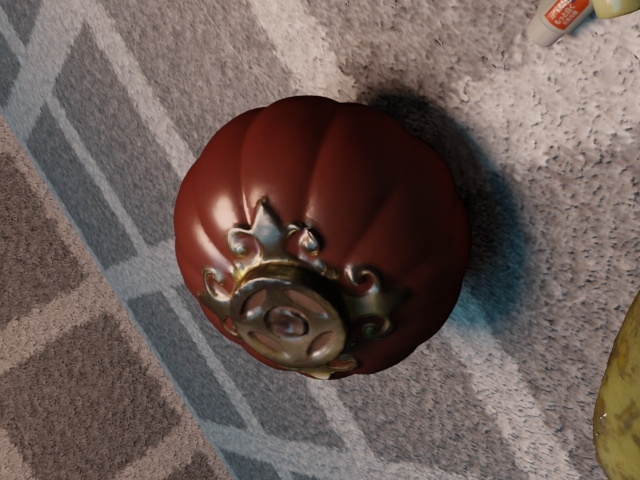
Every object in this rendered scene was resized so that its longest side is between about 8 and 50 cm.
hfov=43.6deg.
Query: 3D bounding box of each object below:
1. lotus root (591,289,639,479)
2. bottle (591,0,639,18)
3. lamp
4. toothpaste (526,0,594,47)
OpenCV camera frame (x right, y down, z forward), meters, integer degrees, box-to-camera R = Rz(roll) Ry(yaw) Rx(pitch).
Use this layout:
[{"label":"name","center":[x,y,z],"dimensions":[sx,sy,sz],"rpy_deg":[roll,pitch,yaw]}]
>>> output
[{"label":"lotus root","center":[0.293,0.102,0.577],"dimensions":[0.173,0.173,0.309],"rpy_deg":[30,137,41]},{"label":"bottle","center":[0.147,-0.262,0.460],"dimensions":[0.083,0.083,0.270],"rpy_deg":[9,122,56]},{"label":"lamp","center":[0.000,0.000,0.813],"dimensions":[0.303,0.257,0.303],"rpy_deg":[8,128,10]},{"label":"toothpaste","center":[0.202,-0.202,0.516],"dimensions":[0.052,0.033,0.218],"rpy_deg":[48,149,6]}]
